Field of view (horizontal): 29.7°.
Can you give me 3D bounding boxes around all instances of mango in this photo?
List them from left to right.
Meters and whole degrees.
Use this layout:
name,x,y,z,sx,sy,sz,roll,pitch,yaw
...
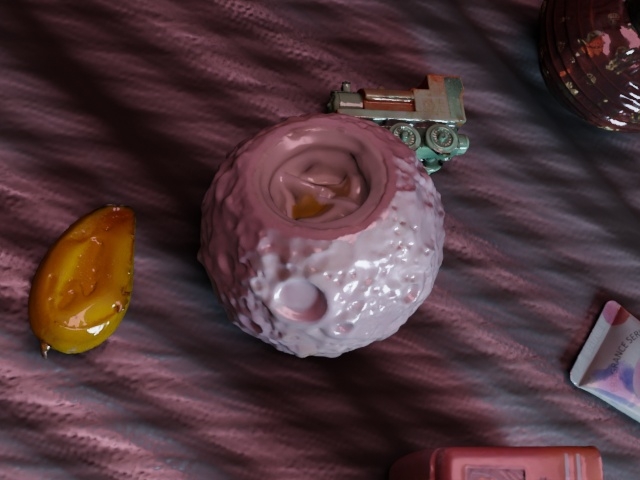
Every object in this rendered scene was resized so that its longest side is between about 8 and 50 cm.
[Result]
name,x,y,z,sx,sy,sz,roll,pitch,yaw
mango,-0.244,0.041,1.253,0.101,0.066,0.187,20,64,-6

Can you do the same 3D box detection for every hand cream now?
name,x,y,z,sx,sy,sz,roll,pitch,yaw
hand cream,0.466,0.213,1.471,0.341,0.078,0.124,35,67,-3

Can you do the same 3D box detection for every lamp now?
name,x,y,z,sx,sy,sz,roll,pitch,yaw
lamp,0.383,-0.247,1.479,0.247,0.247,0.246,5,74,-19

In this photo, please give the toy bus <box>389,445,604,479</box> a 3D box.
name,x,y,z,sx,sy,sz,roll,pitch,yaw
toy bus,0.184,0.425,1.234,0.233,0.203,0.426,5,73,-14

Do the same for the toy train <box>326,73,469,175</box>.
name,x,y,z,sx,sy,sz,roll,pitch,yaw
toy train,0.087,-0.139,1.426,0.176,0.074,0.118,1,65,-15

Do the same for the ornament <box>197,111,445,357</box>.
name,x,y,z,sx,sy,sz,roll,pitch,yaw
ornament,0.000,0.000,1.262,0.260,0.225,0.259,-1,56,1
